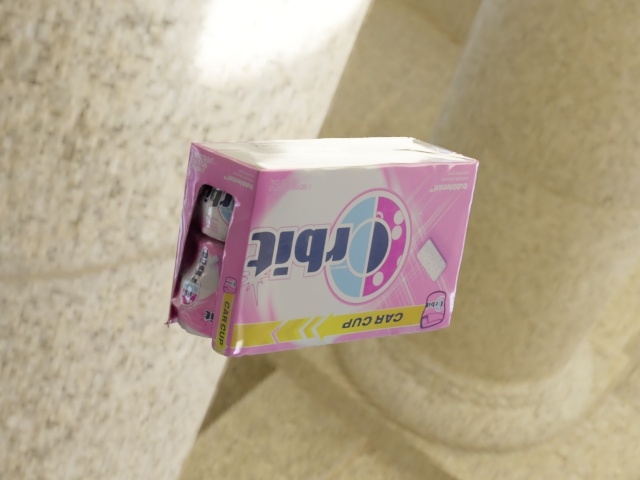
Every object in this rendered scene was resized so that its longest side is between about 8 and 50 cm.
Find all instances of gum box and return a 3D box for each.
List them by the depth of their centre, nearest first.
[{"bbox_3d":[0.000,0.000,0.945,0.188,0.107,0.062,-4,-160,-43],"label":"gum box"}]
